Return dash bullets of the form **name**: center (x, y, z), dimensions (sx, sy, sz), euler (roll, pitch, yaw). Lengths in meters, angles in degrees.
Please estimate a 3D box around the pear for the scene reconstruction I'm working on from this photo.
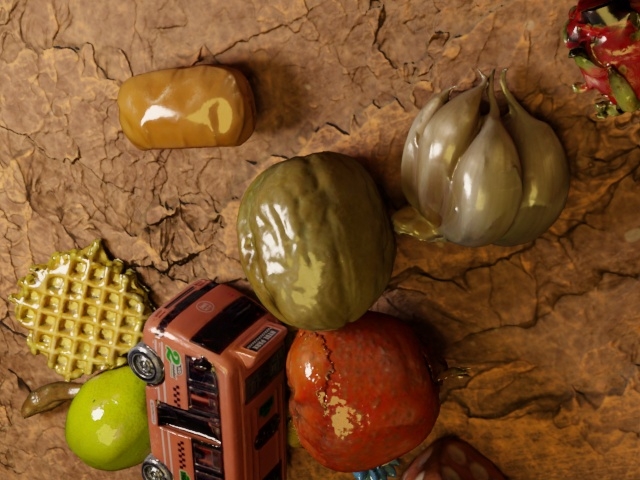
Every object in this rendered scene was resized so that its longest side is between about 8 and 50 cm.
- **pear**: center (-0.368, 0.329, 2.063), dimensions (0.219, 0.187, 0.187), euler (-38, 100, 13)

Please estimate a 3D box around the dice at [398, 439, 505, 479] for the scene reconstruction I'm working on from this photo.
- **dice**: center (0.222, 0.467, 1.924), dimensions (0.175, 0.174, 0.179), euler (36, 119, 0)

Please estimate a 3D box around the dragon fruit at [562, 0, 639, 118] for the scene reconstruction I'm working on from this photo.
- **dragon fruit**: center (0.402, -0.252, 1.477), dimensions (0.166, 0.160, 0.172), euler (-32, 112, -12)

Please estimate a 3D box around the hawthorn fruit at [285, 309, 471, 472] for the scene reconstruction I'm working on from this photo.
- **hawthorn fruit**: center (0.094, 0.238, 1.803), dimensions (0.307, 0.276, 0.276), euler (-5, 116, 5)

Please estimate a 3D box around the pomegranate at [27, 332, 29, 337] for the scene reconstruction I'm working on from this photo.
- **pomegranate**: center (-0.528, 0.148, 2.071), dimensions (0.073, 0.084, 0.073), euler (9, 131, 10)

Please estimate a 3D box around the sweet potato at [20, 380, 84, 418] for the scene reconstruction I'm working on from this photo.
- **sweet potato**: center (-0.519, 0.304, 2.171), dimensions (0.182, 0.054, 0.053), euler (-22, 74, 31)

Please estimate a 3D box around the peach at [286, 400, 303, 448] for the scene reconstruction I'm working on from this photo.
- **peach**: center (-0.033, 0.325, 2.002), dimensions (0.098, 0.061, 0.098), euler (8, 103, 35)

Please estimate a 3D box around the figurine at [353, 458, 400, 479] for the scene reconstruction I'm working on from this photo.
- **figurine**: center (0.091, 0.392, 1.967), dimensions (0.079, 0.114, 0.114), euler (-21, 108, 33)

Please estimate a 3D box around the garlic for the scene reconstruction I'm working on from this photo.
- **garlic**: center (0.239, -0.102, 1.645), dimensions (0.237, 0.210, 0.292), euler (54, 134, 28)

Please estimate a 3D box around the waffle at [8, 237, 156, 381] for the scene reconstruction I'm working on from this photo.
- **waffle**: center (-0.431, 0.132, 2.013), dimensions (0.254, 0.052, 0.245), euler (-27, 103, 10)

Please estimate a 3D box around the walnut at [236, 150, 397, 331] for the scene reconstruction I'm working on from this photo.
- **walnut**: center (0.000, 0.000, 1.705), dimensions (0.283, 0.283, 0.227), euler (43, 159, -6)

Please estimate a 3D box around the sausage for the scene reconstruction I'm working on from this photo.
- **sausage**: center (-0.215, -0.206, 1.744), dimensions (0.241, 0.120, 0.136), euler (-5, 101, 23)

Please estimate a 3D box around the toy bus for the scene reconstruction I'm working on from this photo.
- **toy bus**: center (-0.179, 0.299, 1.932), dimensions (0.233, 0.203, 0.427), euler (16, 123, 26)
